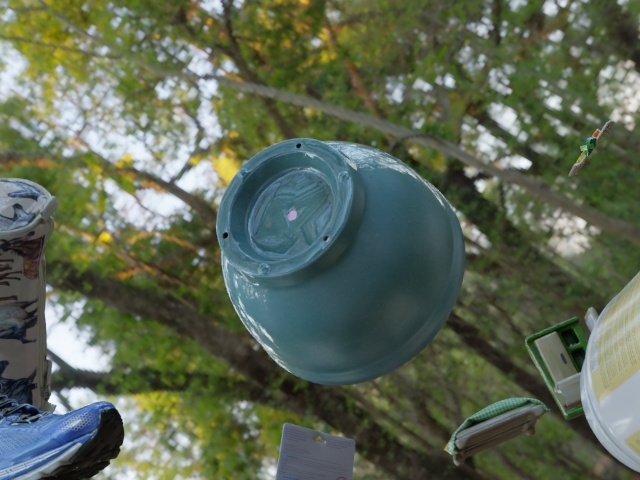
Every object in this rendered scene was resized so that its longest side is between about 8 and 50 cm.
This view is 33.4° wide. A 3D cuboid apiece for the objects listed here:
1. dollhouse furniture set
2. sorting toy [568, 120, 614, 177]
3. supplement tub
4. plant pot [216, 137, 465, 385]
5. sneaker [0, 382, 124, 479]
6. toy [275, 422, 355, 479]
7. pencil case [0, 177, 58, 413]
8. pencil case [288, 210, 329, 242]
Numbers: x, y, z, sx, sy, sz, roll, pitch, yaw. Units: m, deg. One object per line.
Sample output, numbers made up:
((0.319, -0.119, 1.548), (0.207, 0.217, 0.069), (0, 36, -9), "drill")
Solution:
((0.320, 0.229, 1.723), (0.302, 0.151, 0.197), (-22, -21, -3), "dollhouse furniture set")
((0.280, -0.099, 1.102), (0.062, 0.012, 0.083), (-52, -11, -4), "sorting toy")
((0.418, 0.118, 1.110), (0.241, 0.241, 0.331), (-50, -11, -21), "supplement tub")
((0.000, 0.000, 1.247), (0.293, 0.293, 0.196), (-55, -36, -7), "plant pot")
((-0.348, 0.191, 1.061), (0.130, 0.330, 0.147), (12, -113, -68), "sneaker")
((-0.029, 0.393, 1.525), (0.137, 0.056, 0.237), (22, -114, -36), "toy")
((-0.505, 0.101, 1.700), (0.160, 0.184, 0.410), (-85, 4, -60), "pencil case")
((0.021, -0.016, 1.715), (0.124, 0.284, 0.124), (-5, -81, -36), "pencil case")
